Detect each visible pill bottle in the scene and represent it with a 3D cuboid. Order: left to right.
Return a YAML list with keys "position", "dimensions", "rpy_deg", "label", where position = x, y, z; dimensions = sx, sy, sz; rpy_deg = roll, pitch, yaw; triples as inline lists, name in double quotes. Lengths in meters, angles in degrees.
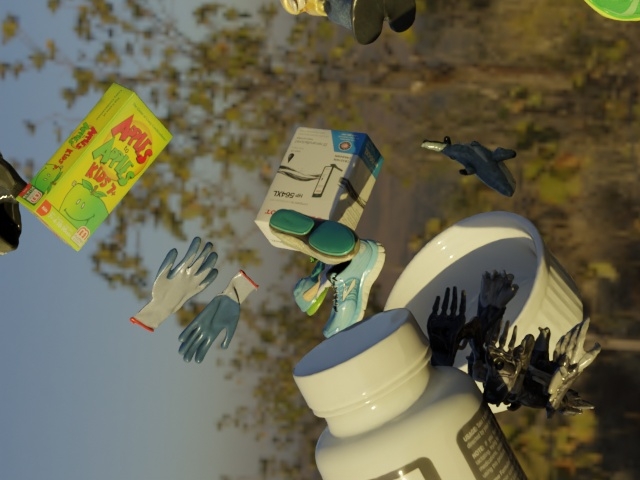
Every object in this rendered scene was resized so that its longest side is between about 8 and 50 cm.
- position: [0.104, 0.233, 1.340]
  dimensions: [0.318, 0.176, 0.176]
  rpy_deg: [62, -177, -9]
  label: "pill bottle"

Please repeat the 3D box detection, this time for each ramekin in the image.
- position: [0.231, 0.107, 1.929]
  dimensions: [0.135, 0.277, 0.277]
  rpy_deg: [41, -148, -32]
  label: "ramekin"

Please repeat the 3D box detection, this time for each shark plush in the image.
- position: [0.241, -0.127, 2.190]
  dimensions: [0.073, 0.161, 0.067]
  rpy_deg: [-48, 13, 51]
  label: "shark plush"

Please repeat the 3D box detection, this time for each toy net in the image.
- position: [0.015, 0.051, 2.184]
  dimensions: [0.122, 0.045, 0.232]
  rpy_deg: [-62, 11, -13]
  label: "toy net"

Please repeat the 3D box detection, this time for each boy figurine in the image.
- position: [0.021, -0.359, 1.902]
  dimensions: [0.285, 0.177, 0.092]
  rpy_deg: [44, 148, 48]
  label: "boy figurine"

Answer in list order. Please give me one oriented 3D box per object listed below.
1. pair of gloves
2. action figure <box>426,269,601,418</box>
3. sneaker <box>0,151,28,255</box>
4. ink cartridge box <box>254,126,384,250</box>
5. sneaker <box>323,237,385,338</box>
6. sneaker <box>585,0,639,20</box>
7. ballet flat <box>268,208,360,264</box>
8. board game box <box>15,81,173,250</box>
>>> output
- position: [-0.176, 0.089, 1.974]
  dimensions: [0.023, 0.159, 0.198]
  rpy_deg: [37, 177, 45]
  label: "pair of gloves"
- position: [0.220, 0.118, 1.507]
  dimensions: [0.141, 0.164, 0.276]
  rpy_deg: [-65, -27, 1]
  label: "action figure"
- position: [-0.423, -0.001, 1.680]
  dimensions: [0.234, 0.106, 0.078]
  rpy_deg: [-57, -14, 22]
  label: "sneaker"
- position: [-0.001, -0.085, 2.369]
  dimensions: [0.086, 0.148, 0.203]
  rpy_deg: [54, -128, -50]
  label: "ink cartridge box"
- position: [0.033, 0.068, 2.024]
  dimensions: [0.063, 0.073, 0.162]
  rpy_deg: [31, 102, 66]
  label: "sneaker"
- position: [0.555, -0.405, 2.212]
  dimensions: [0.123, 0.296, 0.109]
  rpy_deg: [83, -151, -59]
  label: "sneaker"
- position: [0.000, 0.000, 1.777]
  dimensions: [0.168, 0.057, 0.052]
  rpy_deg: [26, 155, 46]
  label: "ballet flat"
- position: [-0.265, -0.087, 1.631]
  dimensions: [0.181, 0.043, 0.092]
  rpy_deg: [-52, -41, -11]
  label: "board game box"
